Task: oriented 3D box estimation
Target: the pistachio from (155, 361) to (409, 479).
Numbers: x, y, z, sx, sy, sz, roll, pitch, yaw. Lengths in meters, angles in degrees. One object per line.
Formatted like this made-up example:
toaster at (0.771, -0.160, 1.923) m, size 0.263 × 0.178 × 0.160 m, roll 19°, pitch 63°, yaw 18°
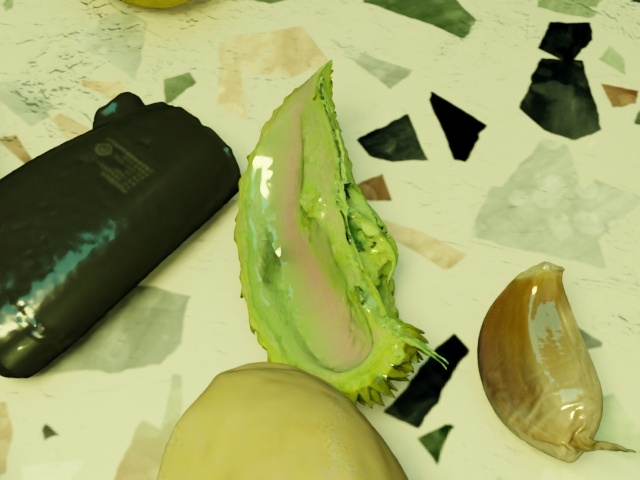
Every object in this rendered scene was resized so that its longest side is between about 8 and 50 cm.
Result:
pistachio at (-0.025, 0.244, 0.638) m, size 0.238 × 0.229 × 0.321 m, roll 10°, pitch 43°, yaw -27°

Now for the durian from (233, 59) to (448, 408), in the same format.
durian at (0.000, 0.008, 0.832) m, size 0.157 × 0.169 × 0.356 m, roll -10°, pitch 59°, yaw -13°

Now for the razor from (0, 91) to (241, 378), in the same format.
razor at (-0.243, -0.017, 0.878) m, size 0.189 × 0.107 × 0.327 m, roll 36°, pitch 61°, yaw 19°

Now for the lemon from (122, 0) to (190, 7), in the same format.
lemon at (-0.225, -0.417, 1.086) m, size 0.233 × 0.233 × 0.288 m, roll -31°, pitch 55°, yaw -22°

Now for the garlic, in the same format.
garlic at (0.211, 0.128, 0.782) m, size 0.090 × 0.129 × 0.198 m, roll 6°, pitch 50°, yaw -18°
